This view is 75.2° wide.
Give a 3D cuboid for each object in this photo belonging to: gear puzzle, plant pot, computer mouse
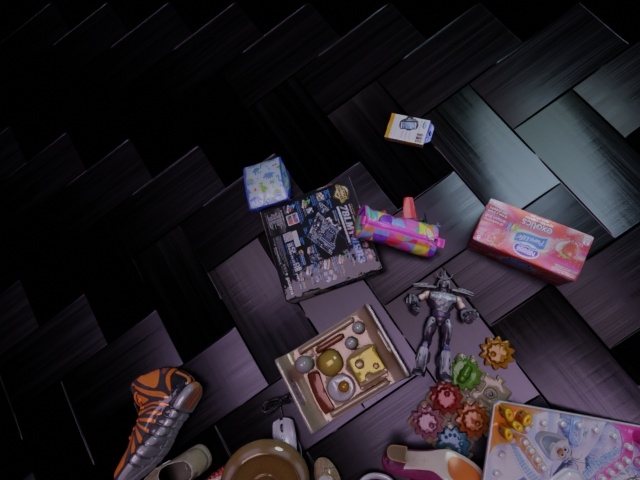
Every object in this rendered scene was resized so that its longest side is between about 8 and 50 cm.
[{"bbox_3d":[0.386,0.395,1.060,0.175,0.044,0.339,37,88,18],"label":"gear puzzle"},{"bbox_3d":[-0.144,0.644,1.088,0.236,0.032,0.237,0,91,-7],"label":"plant pot"},{"bbox_3d":[-0.099,0.528,1.144,0.105,0.042,0.193,-19,74,7],"label":"computer mouse"}]

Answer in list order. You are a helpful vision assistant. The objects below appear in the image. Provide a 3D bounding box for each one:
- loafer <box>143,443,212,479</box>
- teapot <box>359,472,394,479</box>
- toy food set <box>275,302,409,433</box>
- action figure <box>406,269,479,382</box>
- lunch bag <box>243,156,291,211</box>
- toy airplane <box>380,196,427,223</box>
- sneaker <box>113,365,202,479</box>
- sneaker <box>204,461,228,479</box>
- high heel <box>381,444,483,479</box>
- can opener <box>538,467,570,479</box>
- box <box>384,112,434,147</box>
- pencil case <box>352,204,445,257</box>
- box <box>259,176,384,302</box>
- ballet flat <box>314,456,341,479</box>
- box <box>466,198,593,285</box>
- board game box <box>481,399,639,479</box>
[{"bbox_3d":[-0.432,0.672,1.163,0.268,0.092,0.102,-40,72,2],"label":"loafer"},{"bbox_3d":[0.176,0.719,0.958,0.186,0.252,0.256,-17,90,-22],"label":"teapot"},{"bbox_3d":[0.055,0.342,1.123,0.306,0.092,0.220,-32,73,5],"label":"toy food set"},{"bbox_3d":[0.314,0.217,1.091,0.185,0.099,0.285,6,76,21],"label":"action figure"},{"bbox_3d":[-0.160,-0.163,1.272,0.128,0.096,0.151,-17,52,9],"label":"lunch bag"},{"bbox_3d":[0.233,-0.057,1.203,0.151,0.028,0.151,-2,79,12],"label":"toy airplane"},{"bbox_3d":[-0.498,0.514,1.196,0.180,0.125,0.321,24,64,23],"label":"sneaker"},{"bbox_3d":[-0.269,0.675,1.128,0.225,0.088,0.093,-38,77,5],"label":"sneaker"},{"bbox_3d":[0.274,0.568,1.026,0.243,0.117,0.082,6,48,7],"label":"high heel"},{"bbox_3d":[0.446,0.578,0.985,0.280,0.074,0.093,-21,36,3],"label":"can opener"},{"bbox_3d":[0.270,-0.331,1.257,0.136,0.028,0.081,17,82,13],"label":"box"},{"bbox_3d":[0.208,-0.024,1.124,0.236,0.104,0.105,13,80,-8],"label":"pencil case"},{"bbox_3d":[0.000,0.000,1.222,0.293,0.073,0.296,-21,74,7],"label":"box"},{"bbox_3d":[0.029,0.672,1.069,0.073,0.067,0.206,-24,73,9],"label":"ballet flat"},{"bbox_3d":[0.527,0.007,1.070,0.256,0.128,0.123,25,84,16],"label":"box"},{"bbox_3d":[0.554,0.586,0.914,0.389,0.050,0.391,10,85,1],"label":"board game box"}]
